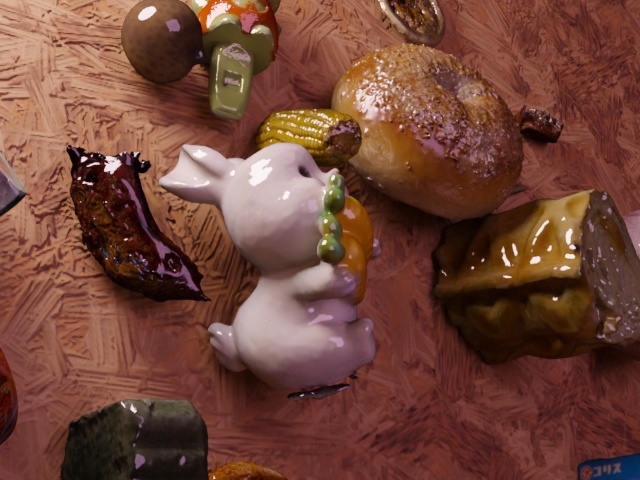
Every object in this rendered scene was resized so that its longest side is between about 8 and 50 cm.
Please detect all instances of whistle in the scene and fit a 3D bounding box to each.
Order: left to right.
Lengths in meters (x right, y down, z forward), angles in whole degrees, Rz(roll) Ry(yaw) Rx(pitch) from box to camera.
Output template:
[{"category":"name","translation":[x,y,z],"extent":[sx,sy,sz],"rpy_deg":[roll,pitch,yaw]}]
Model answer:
[{"category":"whistle","translation":[-0.113,-0.292,1.154],"extent":[0.131,0.106,0.288],"rpy_deg":[15,61,-23]}]

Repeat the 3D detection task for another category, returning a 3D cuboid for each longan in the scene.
[{"category":"longan","translation":[-0.196,-0.252,1.079],"extent":[0.113,0.092,0.113],"rpy_deg":[1,82,-5]}]

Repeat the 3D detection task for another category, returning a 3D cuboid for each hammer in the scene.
[{"category":"hammer","translation":[0.272,-0.075,1.385],"extent":[0.062,0.013,0.199],"rpy_deg":[34,32,33]}]

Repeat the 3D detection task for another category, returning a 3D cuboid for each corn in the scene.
[{"category":"corn","translation":[-0.018,-0.127,1.076],"extent":[0.080,0.231,0.080],"rpy_deg":[-3,99,-23]}]

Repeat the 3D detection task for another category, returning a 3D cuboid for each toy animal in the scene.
[{"category":"toy animal","translation":[-0.041,0.016,0.993],"extent":[0.183,0.247,0.310],"rpy_deg":[-26,101,-57]}]

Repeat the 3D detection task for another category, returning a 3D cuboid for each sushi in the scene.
[{"category":"sushi","translation":[0.389,-0.206,1.520],"extent":[0.120,0.052,0.055],"rpy_deg":[15,77,-28]}]

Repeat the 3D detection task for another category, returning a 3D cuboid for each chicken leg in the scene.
[{"category":"chicken leg","translation":[-0.215,-0.015,0.962],"extent":[0.234,0.105,0.063],"rpy_deg":[63,9,8]}]

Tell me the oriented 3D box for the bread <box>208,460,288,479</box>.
[{"category":"bread","translation":[-0.080,0.336,0.920],"extent":[0.193,0.064,0.193],"rpy_deg":[21,54,-33]}]

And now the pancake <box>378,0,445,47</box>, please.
[{"category":"pancake","translation":[0.154,-0.392,1.449],"extent":[0.152,0.025,0.151],"rpy_deg":[16,61,-32]}]

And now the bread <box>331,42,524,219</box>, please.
[{"category":"bread","translation":[0.165,-0.170,1.241],"extent":[0.305,0.159,0.305],"rpy_deg":[20,41,-18]}]

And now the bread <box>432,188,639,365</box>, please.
[{"category":"bread","translation":[0.313,0.057,1.220],"extent":[0.196,0.252,0.238],"rpy_deg":[-34,96,-45]}]

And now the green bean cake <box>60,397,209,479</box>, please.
[{"category":"green bean cake","translation":[-0.181,0.250,0.805],"extent":[0.094,0.185,0.183],"rpy_deg":[11,65,-39]}]

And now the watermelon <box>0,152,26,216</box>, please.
[{"category":"watermelon","translation":[-0.439,-0.089,0.811],"extent":[0.188,0.175,0.322],"rpy_deg":[-42,77,-6]}]

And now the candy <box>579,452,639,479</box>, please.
[{"category":"candy","translation":[0.455,0.456,1.190],"extent":[0.100,0.157,0.306],"rpy_deg":[24,57,-27]}]

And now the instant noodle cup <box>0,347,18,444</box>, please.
[{"category":"instant noodle cup","translation":[-0.385,0.137,0.682],"extent":[0.250,0.250,0.192],"rpy_deg":[54,41,-4]}]

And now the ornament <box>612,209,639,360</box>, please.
[{"category":"ornament","translation":[0.545,0.077,1.372],"extent":[0.225,0.259,0.259],"rpy_deg":[-18,81,-33]}]
